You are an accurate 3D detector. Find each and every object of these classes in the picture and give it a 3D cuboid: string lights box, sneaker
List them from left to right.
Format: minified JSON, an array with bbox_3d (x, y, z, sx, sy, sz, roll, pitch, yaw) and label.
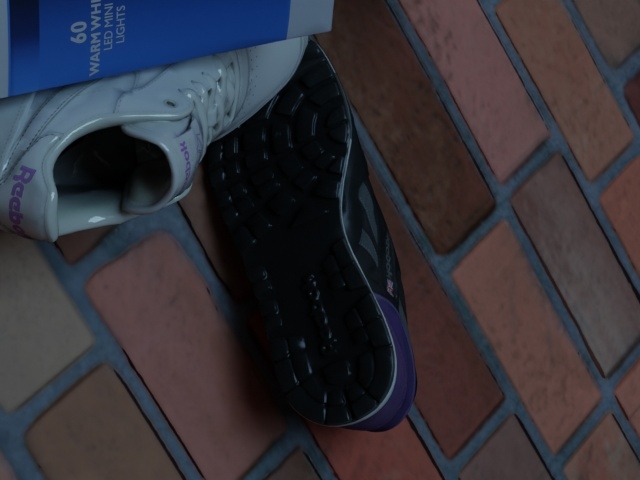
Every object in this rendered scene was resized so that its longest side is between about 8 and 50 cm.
[{"bbox_3d":[-0.133,-0.163,1.123,0.260,0.133,0.076,-15,129,-28],"label":"string lights box"},{"bbox_3d":[-0.102,-0.070,1.162,0.305,0.152,0.114,-29,132,-38],"label":"sneaker"},{"bbox_3d":[0.000,0.000,1.304,0.124,0.107,0.283,29,48,-67],"label":"sneaker"}]
